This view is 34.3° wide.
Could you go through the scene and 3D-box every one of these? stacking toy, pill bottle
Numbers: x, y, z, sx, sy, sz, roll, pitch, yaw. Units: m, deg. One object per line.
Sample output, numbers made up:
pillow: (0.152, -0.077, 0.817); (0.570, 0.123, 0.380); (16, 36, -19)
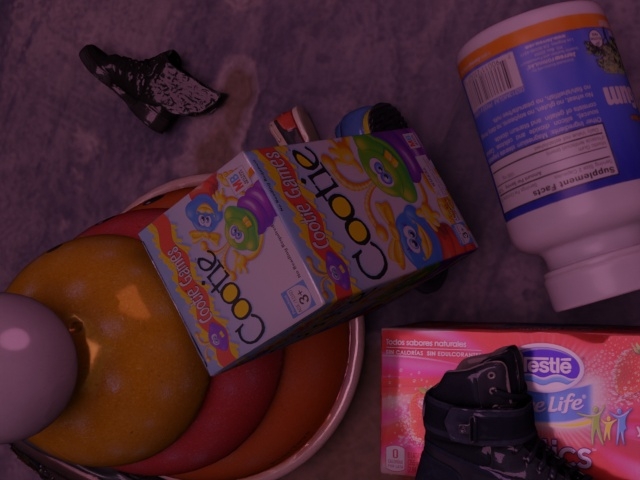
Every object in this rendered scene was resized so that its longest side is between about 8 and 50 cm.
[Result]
stacking toy: (-0.180, 0.093, 0.959); (0.351, 0.480, 0.350); (-1, 88, 18)
pill bottle: (0.238, -0.076, 0.994); (0.152, 0.152, 0.272); (-19, 83, 18)

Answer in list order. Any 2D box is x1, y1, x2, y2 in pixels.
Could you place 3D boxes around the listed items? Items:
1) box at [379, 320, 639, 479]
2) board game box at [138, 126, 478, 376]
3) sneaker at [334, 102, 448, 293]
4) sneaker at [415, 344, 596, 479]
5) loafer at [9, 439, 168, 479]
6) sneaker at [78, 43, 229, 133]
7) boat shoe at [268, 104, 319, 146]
box: (0.219, 0.152, 0.994); (0.300, 0.154, 0.142); (0, 88, 20)
board game box: (0.000, 0.000, 0.943); (0.142, 0.275, 0.144); (-34, 80, 34)
sneaker: (0.073, -0.041, 1.104); (0.082, 0.069, 0.209); (-21, 89, 48)
sneaker: (0.190, 0.176, 0.876); (0.226, 0.086, 0.163); (6, 93, 21)
loafer: (-0.275, 0.269, 1.193); (0.268, 0.096, 0.084); (22, 101, 16)
sneaker: (-0.195, -0.191, 1.203); (0.170, 0.051, 0.089); (45, 102, 10)
boat shoe: (-0.016, -0.080, 1.136); (0.043, 0.049, 0.137); (-27, 78, 20)
